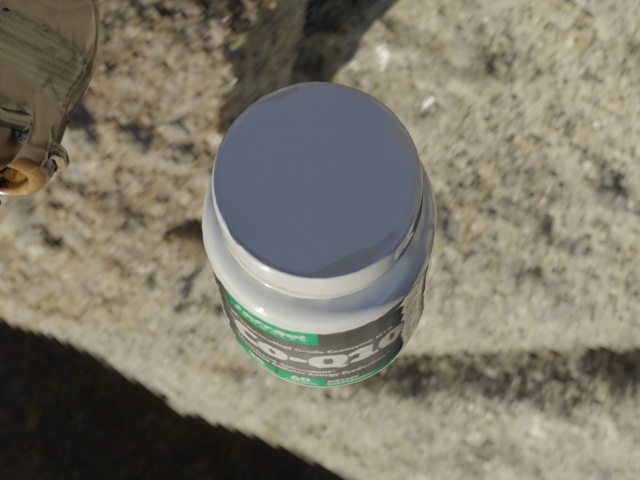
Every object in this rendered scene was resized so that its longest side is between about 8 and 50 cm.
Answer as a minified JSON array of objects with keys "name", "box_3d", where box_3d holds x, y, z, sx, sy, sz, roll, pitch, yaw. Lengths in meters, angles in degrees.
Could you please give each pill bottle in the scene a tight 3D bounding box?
[{"name":"pill bottle","box_3d":[0.000,0.000,1.648,0.204,0.361,0.204,0,74,2]}]

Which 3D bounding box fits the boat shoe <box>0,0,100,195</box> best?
[{"name":"boat shoe","box_3d":[-0.133,-0.045,0.511,0.123,0.324,0.120,4,97,13]}]
